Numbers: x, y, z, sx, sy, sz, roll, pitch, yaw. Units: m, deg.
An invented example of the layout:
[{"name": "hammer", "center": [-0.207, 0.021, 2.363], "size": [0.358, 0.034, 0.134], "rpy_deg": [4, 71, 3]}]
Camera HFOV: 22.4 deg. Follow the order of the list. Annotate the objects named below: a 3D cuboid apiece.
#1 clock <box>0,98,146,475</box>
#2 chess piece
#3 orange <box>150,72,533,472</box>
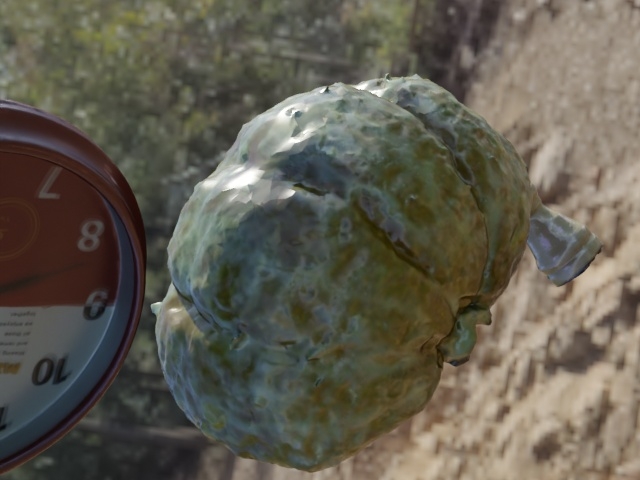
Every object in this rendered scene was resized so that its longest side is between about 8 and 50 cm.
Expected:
[{"name": "clock", "center": [-0.271, 0.043, 1.149], "size": [0.080, 0.318, 0.318], "rpy_deg": [44, 135, 45]}, {"name": "chess piece", "center": [0.210, -0.019, 1.559], "size": [0.066, 0.122, 0.066], "rpy_deg": [-43, 7, 7]}, {"name": "orange", "center": [0.000, 0.000, 1.339], "size": [0.369, 0.271, 0.210], "rpy_deg": [-54, -45, -16]}]
